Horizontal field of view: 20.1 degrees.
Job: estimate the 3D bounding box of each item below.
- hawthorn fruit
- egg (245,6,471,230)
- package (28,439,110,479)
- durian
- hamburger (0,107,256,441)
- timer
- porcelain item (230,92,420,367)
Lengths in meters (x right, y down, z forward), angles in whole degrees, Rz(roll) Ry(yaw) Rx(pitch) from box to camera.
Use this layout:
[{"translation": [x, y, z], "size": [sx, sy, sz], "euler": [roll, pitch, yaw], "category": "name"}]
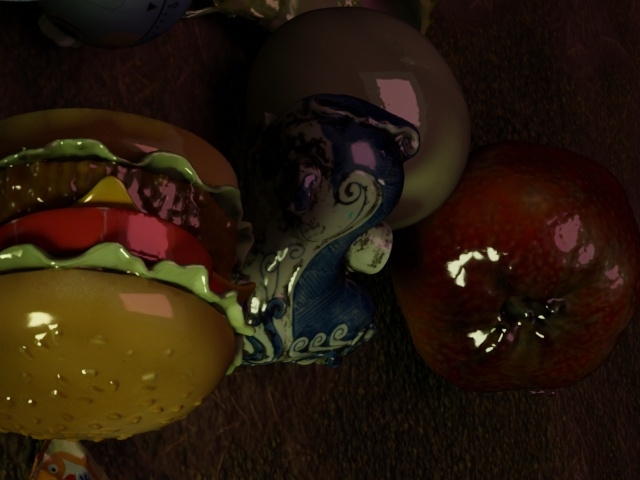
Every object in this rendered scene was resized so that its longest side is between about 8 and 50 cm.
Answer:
[{"translation": [0.225, 0.000, 2.058], "size": [0.285, 0.284, 0.369], "euler": [56, 29, -27], "category": "hawthorn fruit"}, {"translation": [0.040, -0.123, 1.857], "size": [0.269, 0.219, 0.219], "euler": [31, 54, -45], "category": "egg"}, {"translation": [-0.209, 0.224, 1.525], "size": [0.121, 0.031, 0.108], "euler": [52, 39, -31], "category": "package"}, {"translation": [0.007, -0.260, 1.926], "size": [0.355, 0.157, 0.170], "euler": [22, 77, -51], "category": "durian"}, {"translation": [-0.186, 0.045, 1.410], "size": [0.274, 0.274, 0.212], "euler": [36, 43, -44], "category": "hamburger"}, {"translation": [-0.224, -0.232, 1.599], "size": [0.255, 0.175, 0.175], "euler": [-26, 101, -28], "category": "timer"}, {"translation": [0.000, 0.000, 1.715], "size": [0.186, 0.288, 0.138], "euler": [14, 22, -29], "category": "porcelain item"}]
